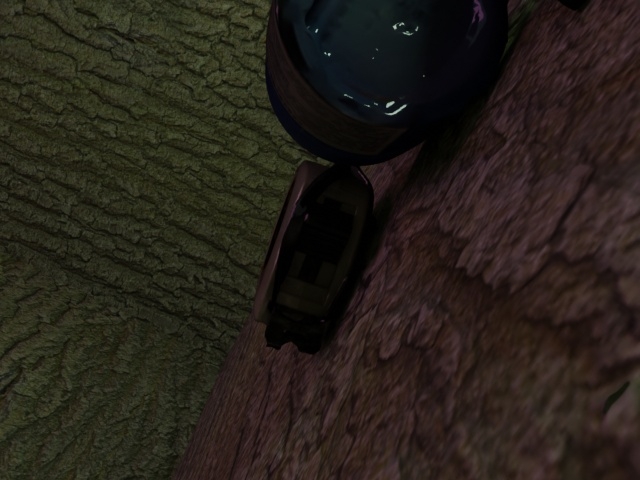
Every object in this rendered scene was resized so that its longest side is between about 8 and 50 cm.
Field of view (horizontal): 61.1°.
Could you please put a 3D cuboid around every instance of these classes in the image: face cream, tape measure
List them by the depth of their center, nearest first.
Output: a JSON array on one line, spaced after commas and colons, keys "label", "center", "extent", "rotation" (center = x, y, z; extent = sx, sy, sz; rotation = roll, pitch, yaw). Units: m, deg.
[{"label": "face cream", "center": [0.062, -0.223, 0.627], "extent": [0.249, 0.249, 0.225], "rotation": [-62, 7, -4]}, {"label": "tape measure", "center": [0.000, 0.000, 0.753], "extent": [0.271, 0.132, 0.232], "rotation": [-93, 25, -77]}]

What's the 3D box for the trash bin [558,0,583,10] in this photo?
[{"label": "trash bin", "center": [0.214, -0.319, 0.411], "extent": [0.226, 0.115, 0.165], "rotation": [-56, 8, 33]}]
